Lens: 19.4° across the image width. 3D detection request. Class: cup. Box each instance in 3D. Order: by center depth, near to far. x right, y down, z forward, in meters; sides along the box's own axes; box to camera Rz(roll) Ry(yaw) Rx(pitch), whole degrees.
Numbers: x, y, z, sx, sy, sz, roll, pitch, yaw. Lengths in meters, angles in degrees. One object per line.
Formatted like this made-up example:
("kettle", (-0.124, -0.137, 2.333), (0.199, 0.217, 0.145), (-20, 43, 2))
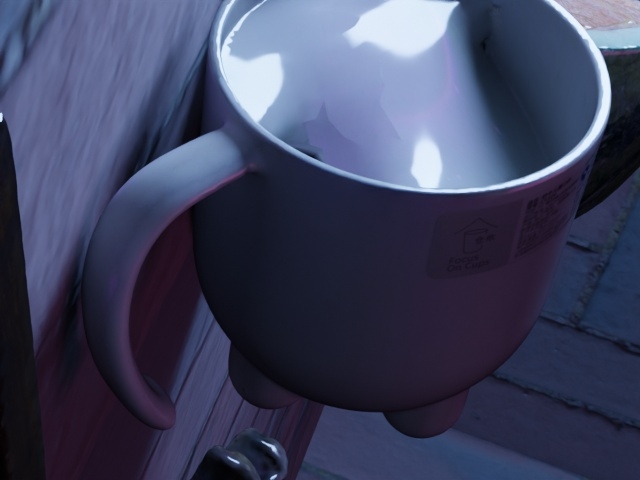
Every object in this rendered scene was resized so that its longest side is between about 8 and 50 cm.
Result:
("cup", (0.012, 0.003, 0.649), (0.173, 0.134, 0.142), (-57, 164, -45))

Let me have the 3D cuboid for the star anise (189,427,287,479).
("star anise", (-0.056, 0.234, 1.226), (0.198, 0.110, 0.257), (-66, 168, -50))

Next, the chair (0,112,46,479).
("chair", (-0.023, 0.189, 0.464), (0.416, 0.240, 0.203), (105, 8, -55))

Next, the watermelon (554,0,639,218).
("watermelon", (0.059, -0.067, 0.837), (0.256, 0.260, 0.176), (142, -41, -65))
